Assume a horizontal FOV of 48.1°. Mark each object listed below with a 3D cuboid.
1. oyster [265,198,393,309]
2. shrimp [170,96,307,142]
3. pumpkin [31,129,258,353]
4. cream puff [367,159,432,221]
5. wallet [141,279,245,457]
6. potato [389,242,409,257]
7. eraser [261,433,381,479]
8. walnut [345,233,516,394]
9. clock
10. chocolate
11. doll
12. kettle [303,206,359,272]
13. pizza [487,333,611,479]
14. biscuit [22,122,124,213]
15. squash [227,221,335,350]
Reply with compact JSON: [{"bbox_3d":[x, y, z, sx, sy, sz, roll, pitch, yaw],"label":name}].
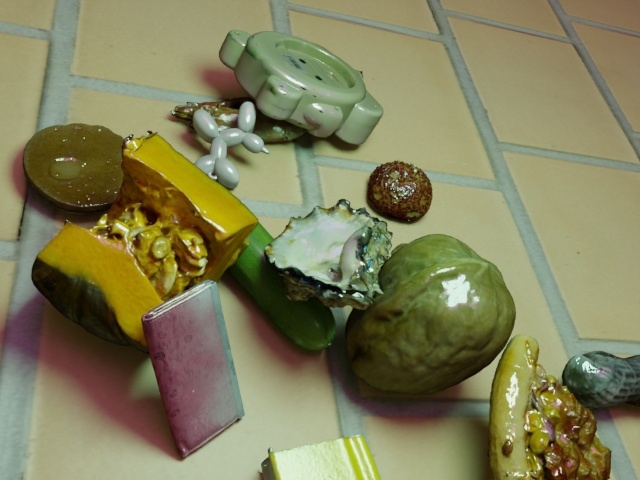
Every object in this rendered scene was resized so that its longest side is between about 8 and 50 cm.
[{"bbox_3d":[0.023,0.019,1.128,0.198,0.092,0.259,-26,27,-11],"label":"oyster"},{"bbox_3d":[-0.166,-0.260,1.485,0.294,0.062,0.154,1,40,-28],"label":"shrimp"},{"bbox_3d":[-0.258,0.009,1.072,0.225,0.256,0.303,39,77,0],"label":"pumpkin"},{"bbox_3d":[0.167,-0.111,1.481,0.149,0.084,0.149,14,46,-15],"label":"cream puff"},{"bbox_3d":[-0.173,0.180,0.997,0.025,0.232,0.119,15,34,41],"label":"wallet"},{"bbox_3d":[0.188,0.063,1.347,0.138,0.070,0.091,42,43,12],"label":"potato"},{"bbox_3d":[0.021,0.391,0.990,0.158,0.069,0.226,-1,53,-26],"label":"eraser"},{"bbox_3d":[0.173,0.126,1.155,0.283,0.283,0.227,-9,54,-30],"label":"walnut"},{"bbox_3d":[-0.042,-0.329,1.503,0.309,0.114,0.284,-1,46,-45],"label":"clock"},{"bbox_3d":[0.549,0.258,1.317,0.248,0.110,0.110,7,49,-18],"label":"chocolate"},{"bbox_3d":[-0.181,-0.178,1.374,0.161,0.059,0.160,-14,77,-16],"label":"doll"},{"bbox_3d":[0.004,0.005,1.315,0.148,0.127,0.098,-39,106,-44],"label":"kettle"},{"bbox_3d":[0.352,0.349,1.088,0.277,0.114,0.409,15,66,-42],"label":"pizza"},{"bbox_3d":[-0.423,-0.122,1.253,0.181,0.049,0.208,-2,52,-25],"label":"biscuit"},{"bbox_3d":[-0.106,0.037,1.222,0.101,0.101,0.379,-24,64,-37],"label":"squash"}]
